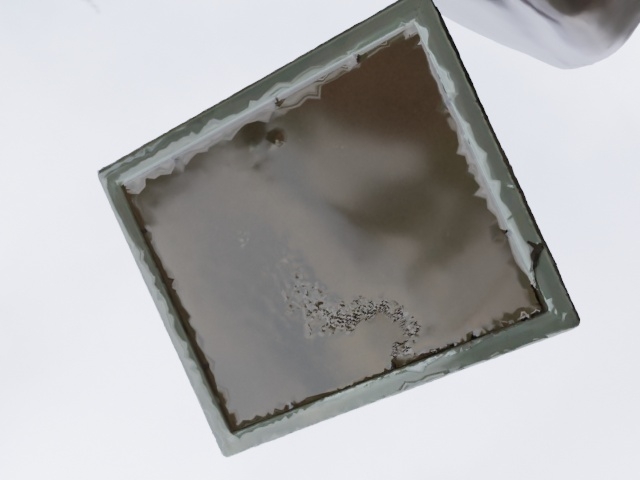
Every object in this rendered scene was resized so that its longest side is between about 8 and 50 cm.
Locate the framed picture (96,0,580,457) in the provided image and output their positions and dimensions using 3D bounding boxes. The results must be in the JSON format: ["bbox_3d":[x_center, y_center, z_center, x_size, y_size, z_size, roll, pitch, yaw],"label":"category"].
[{"bbox_3d":[0.000,0.000,0.747,0.016,0.273,0.216,-23,-91,-60],"label":"framed picture"}]

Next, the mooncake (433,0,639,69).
[{"bbox_3d":[0.086,-0.196,0.667,0.245,0.133,0.245,36,-171,-7],"label":"mooncake"}]
